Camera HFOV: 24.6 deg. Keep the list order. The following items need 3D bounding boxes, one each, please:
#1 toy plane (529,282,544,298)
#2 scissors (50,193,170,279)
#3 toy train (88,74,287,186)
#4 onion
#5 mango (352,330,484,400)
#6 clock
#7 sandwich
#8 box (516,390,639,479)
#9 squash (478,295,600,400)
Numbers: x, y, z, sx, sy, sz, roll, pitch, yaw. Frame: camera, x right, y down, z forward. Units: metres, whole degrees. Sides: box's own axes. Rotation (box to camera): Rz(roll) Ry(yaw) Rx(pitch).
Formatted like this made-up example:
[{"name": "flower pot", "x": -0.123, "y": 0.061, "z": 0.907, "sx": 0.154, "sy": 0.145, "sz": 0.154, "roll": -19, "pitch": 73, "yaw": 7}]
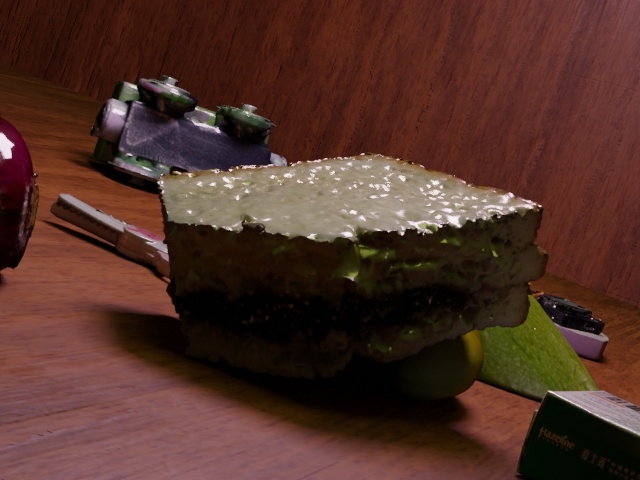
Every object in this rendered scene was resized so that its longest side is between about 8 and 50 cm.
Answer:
[{"name": "toy plane", "x": 0.259, "y": 0.073, "z": 2.086, "sx": 0.135, "sy": 0.062, "sz": 0.188, "roll": -21, "pitch": -2, "yaw": 43}, {"name": "scissors", "x": -0.193, "y": 0.006, "z": 1.594, "sx": 0.242, "sy": 0.030, "sz": 0.118, "roll": 26, "pitch": 8, "yaw": 19}, {"name": "toy train", "x": -0.217, "y": -0.155, "z": 2.342, "sx": 0.307, "sy": 0.173, "sz": 0.249, "roll": 17, "pitch": 0, "yaw": -17}, {"name": "onion", "x": -0.329, "y": -0.055, "z": 1.220, "sx": 0.198, "sy": 0.135, "sz": 0.173, "roll": 16, "pitch": 4, "yaw": -17}, {"name": "mango", "x": 0.093, "y": 0.100, "z": 1.417, "sx": 0.137, "sy": 0.091, "sz": 0.237, "roll": 12, "pitch": 14, "yaw": -13}, {"name": "clock", "x": 0.355, "y": 0.121, "z": 2.182, "sx": 0.198, "sy": 0.064, "sz": 0.172, "roll": 13, "pitch": 8, "yaw": -43}, {"name": "sandwich", "x": 0.003, "y": 0.016, "z": 1.298, "sx": 0.325, "sy": 0.131, "sz": 0.262, "roll": -10, "pitch": 21, "yaw": -38}, {"name": "box", "x": 0.281, "y": 0.194, "z": 1.212, "sx": 0.199, "sy": 0.081, "sz": 0.135, "roll": 21, "pitch": 7, "yaw": 32}, {"name": "squash", "x": 0.161, "y": 0.127, "z": 1.660, "sx": 0.289, "sy": 0.203, "sz": 0.111, "roll": 56, "pitch": 10, "yaw": 5}]
